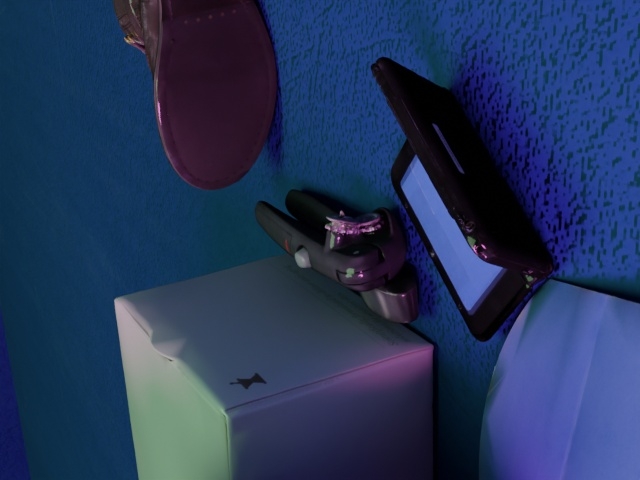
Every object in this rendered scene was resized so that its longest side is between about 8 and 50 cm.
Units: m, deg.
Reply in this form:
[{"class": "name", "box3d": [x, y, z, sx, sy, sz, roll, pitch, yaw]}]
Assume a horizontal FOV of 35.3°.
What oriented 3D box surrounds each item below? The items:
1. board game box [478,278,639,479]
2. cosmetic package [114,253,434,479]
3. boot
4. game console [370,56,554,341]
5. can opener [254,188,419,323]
[{"class": "board game box", "box3d": [0.128, 0.092, 0.462, 0.168, 0.033, 0.133, -162, 84, -72]}, {"class": "cosmetic package", "box3d": [-0.030, 0.217, 0.723, 0.197, 0.155, 0.366, 34, 131, 54]}, {"class": "boot", "box3d": [-0.119, -0.176, 0.821, 0.229, 0.091, 0.263, -166, 70, -68]}, {"class": "game console", "box3d": [0.058, -0.018, 0.520, 0.071, 0.107, 0.122, -39, 61, 24]}, {"class": "can opener", "box3d": [0.000, 0.000, 0.665, 0.186, 0.059, 0.073, 31, 129, 57]}]
